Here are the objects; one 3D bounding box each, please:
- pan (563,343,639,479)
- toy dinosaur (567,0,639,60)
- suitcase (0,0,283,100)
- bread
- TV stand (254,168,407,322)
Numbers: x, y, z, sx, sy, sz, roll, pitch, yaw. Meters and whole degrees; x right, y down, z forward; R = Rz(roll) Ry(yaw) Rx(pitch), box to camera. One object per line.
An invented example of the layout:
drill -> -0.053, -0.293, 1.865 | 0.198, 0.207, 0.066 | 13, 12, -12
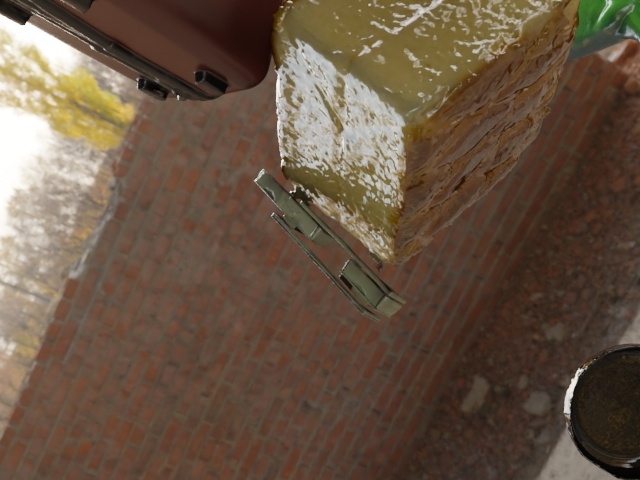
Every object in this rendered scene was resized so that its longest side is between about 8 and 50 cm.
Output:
pan -> 0.293, 0.104, 0.645 | 0.212, 0.115, 0.040 | -50, 2, 8
toy dinosaur -> 0.335, -0.271, 1.157 | 0.500, 0.144, 0.374 | -40, 46, 38
suitcase -> -0.165, -0.279, 0.719 | 0.161, 0.297, 0.236 | 1, 77, 35
bread -> 0.110, -0.160, 0.835 | 0.279, 0.207, 0.279 | -37, -25, -23
TV stand -> 0.000, 0.000, 0.866 | 0.042, 0.036, 0.249 | -50, 53, 9
